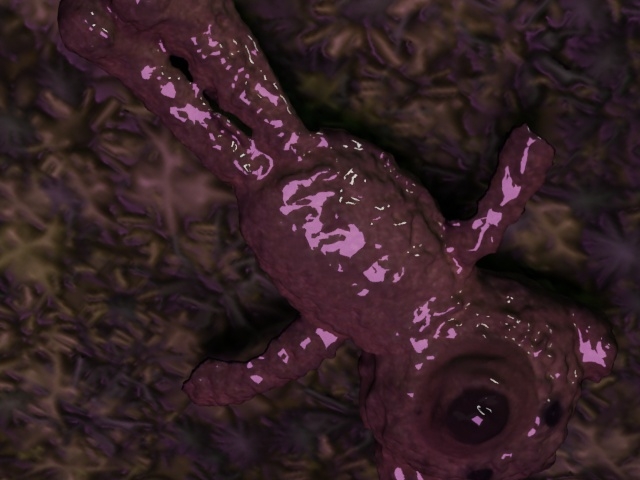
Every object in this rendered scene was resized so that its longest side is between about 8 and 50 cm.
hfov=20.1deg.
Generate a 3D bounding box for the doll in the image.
[{"bbox_3d":[0.015,-0.009,0.789,0.202,0.091,0.286,-14,111,2],"label":"doll"}]
